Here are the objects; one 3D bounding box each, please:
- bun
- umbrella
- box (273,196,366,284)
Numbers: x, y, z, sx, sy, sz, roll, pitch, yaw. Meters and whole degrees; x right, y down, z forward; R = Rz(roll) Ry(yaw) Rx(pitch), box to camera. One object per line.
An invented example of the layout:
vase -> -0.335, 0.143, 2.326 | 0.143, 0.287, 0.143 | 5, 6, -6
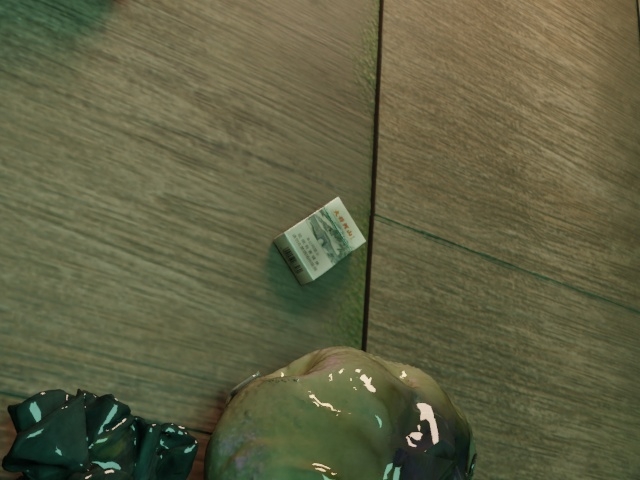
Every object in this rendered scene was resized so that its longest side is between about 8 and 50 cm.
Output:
bun -> 0.034, 0.211, 0.661 | 0.272, 0.168, 0.273 | 16, 66, -39
umbrella -> -0.160, 0.273, 0.539 | 0.143, 0.094, 0.349 | 16, 65, -26
box -> 0.000, 0.000, 0.809 | 0.083, 0.024, 0.054 | -35, 93, -40
